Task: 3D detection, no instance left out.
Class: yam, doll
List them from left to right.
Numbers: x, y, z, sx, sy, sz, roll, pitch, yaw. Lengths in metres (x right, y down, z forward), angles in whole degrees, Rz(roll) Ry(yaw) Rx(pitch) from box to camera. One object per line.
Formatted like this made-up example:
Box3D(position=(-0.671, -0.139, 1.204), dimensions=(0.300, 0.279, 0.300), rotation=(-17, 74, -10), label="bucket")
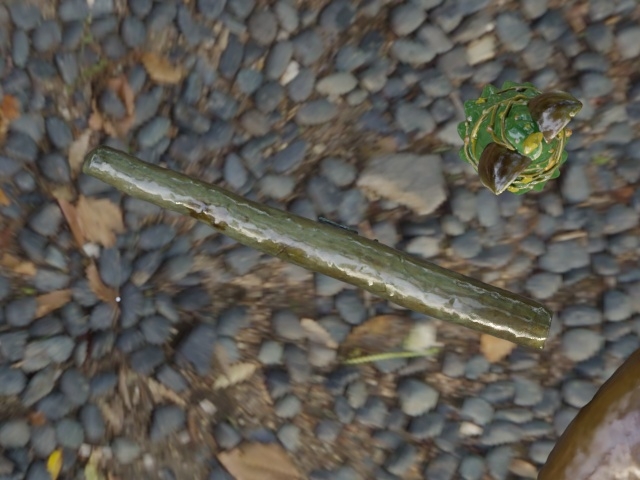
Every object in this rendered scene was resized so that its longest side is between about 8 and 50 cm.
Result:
Box3D(position=(0.000, 0.001, 0.728), dimensions=(0.234, 0.027, 0.029), rotation=(21, 79, -3), label="yam")
Box3D(position=(0.121, -0.074, 0.993), dimensions=(0.076, 0.113, 0.078), rotation=(45, 95, 12), label="doll")

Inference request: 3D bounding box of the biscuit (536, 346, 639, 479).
Box3D(position=(0.168, 0.116, 0.565), dimensions=(0.212, 0.036, 0.212), rotation=(-4, 113, -9), label="biscuit")
